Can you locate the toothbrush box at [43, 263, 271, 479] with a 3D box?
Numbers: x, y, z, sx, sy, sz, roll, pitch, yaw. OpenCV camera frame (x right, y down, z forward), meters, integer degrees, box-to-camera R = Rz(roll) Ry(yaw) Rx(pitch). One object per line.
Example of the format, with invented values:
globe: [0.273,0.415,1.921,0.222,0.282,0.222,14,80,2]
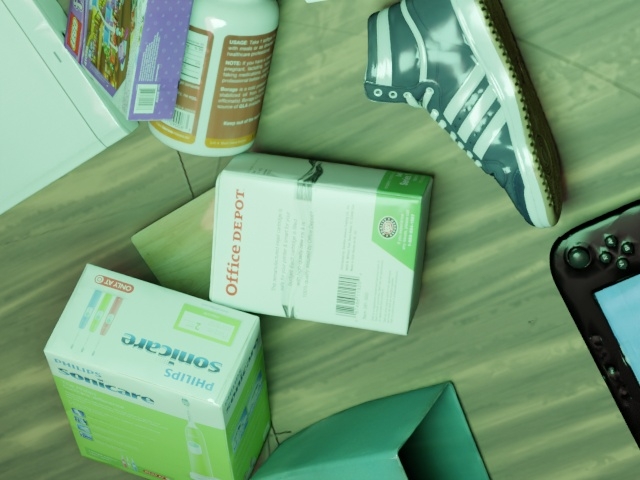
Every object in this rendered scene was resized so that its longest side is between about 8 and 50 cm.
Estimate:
toothbrush box: [-0.175,0.170,1.983,0.206,0.122,0.283,16,152,12]

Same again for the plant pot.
plant pot: [0.046,0.287,2.012,0.234,0.166,0.165,-13,108,31]

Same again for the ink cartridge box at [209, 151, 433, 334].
ink cartridge box: [0.000,0.000,1.892,0.219,0.092,0.160,9,111,8]

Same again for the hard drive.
hard drive: [-0.411,-0.143,2.043,0.353,0.047,0.233,-29,101,28]

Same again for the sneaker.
sneaker: [0.143,-0.130,1.824,0.153,0.099,0.282,-18,99,20]

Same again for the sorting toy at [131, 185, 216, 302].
sorting toy: [-0.117,0.010,2.006,0.274,0.046,0.132,-29,101,25]

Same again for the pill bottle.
pill bottle: [-0.110,-0.208,1.868,0.121,0.121,0.216,19,117,11]

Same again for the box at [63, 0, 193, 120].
box: [-0.189,-0.297,1.818,0.057,0.201,0.293,-3,119,-29]

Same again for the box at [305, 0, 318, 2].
box: [0.083,-0.314,1.756,0.203,0.114,0.103,-7,109,21]

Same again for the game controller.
game controller: [0.374,0.106,1.870,0.166,0.067,0.319,-22,105,26]
